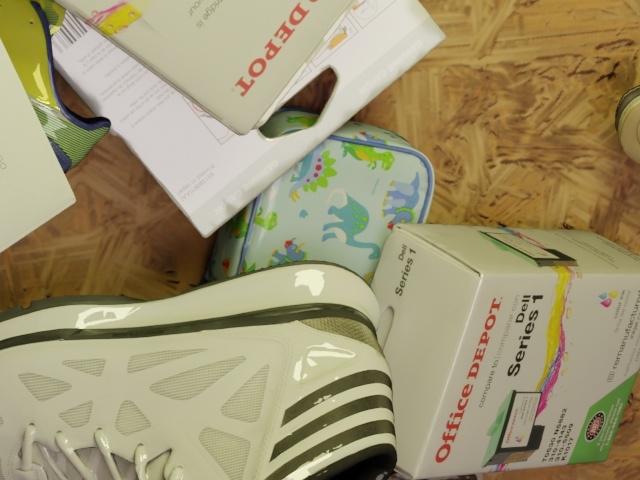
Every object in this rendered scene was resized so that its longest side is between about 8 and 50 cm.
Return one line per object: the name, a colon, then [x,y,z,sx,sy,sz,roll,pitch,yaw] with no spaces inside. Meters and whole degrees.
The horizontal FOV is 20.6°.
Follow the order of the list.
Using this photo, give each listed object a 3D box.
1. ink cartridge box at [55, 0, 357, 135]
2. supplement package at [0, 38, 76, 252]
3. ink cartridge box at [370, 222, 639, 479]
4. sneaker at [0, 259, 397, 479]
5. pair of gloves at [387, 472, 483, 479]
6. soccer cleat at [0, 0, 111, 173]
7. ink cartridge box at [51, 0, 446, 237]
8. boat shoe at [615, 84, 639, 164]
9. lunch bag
ink cartridge box: [-0.114,-0.255,1.295,0.306,0.131,0.226,37,93,-38]
supplement package: [-0.350,-0.081,1.249,0.198,0.262,0.199,-37,121,-26]
ink cartridge box: [0.167,0.099,1.601,0.278,0.117,0.201,2,112,-44]
sneaker: [-0.152,0.179,1.420,0.447,0.257,0.169,-15,134,3]
pair of gloves: [0.045,0.269,1.718,0.240,0.042,0.204,8,108,-22]
soccer cleat: [-0.266,-0.180,1.370,0.121,0.093,0.289,-29,101,5]
ink cartridge box: [-0.072,-0.180,1.464,0.275,0.060,0.239,-40,109,-1]
boat shoe: [0.394,-0.123,1.660,0.285,0.092,0.103,-4,131,-21]
lunch bag: [0.000,0.000,1.567,0.176,0.090,0.219,9,107,-22]
